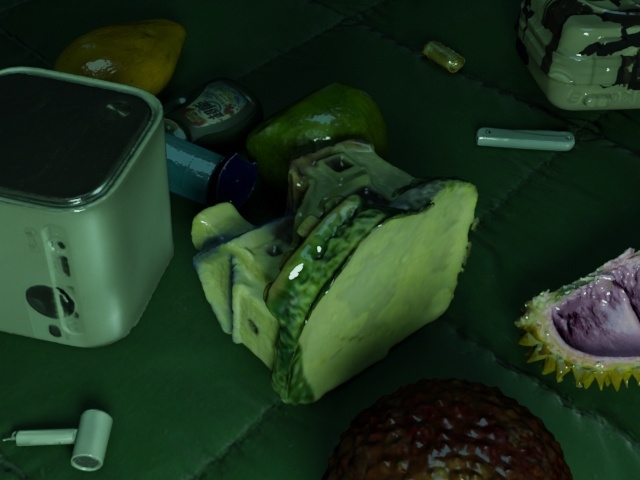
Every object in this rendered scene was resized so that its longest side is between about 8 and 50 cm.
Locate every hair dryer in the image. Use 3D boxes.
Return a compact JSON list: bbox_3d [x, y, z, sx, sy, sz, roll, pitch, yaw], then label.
[{"bbox_3d":[-0.303,0.227,0.997,0.124,0.038,0.063,-2,44,3],"label":"hair dryer"}]

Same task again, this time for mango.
[{"bbox_3d":[-0.332,-0.299,1.476,0.176,0.119,0.317,13,40,21],"label":"mango"}]

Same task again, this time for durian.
[{"bbox_3d":[0.416,0.110,1.108,0.341,0.112,0.191,-23,59,-14],"label":"durian"}]

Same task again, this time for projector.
[{"bbox_3d":[-0.336,-0.043,1.118,0.249,0.249,0.248,12,45,7],"label":"projector"}]

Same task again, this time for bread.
[{"bbox_3d":[0.224,-0.334,1.600,0.088,0.033,0.049,39,40,26],"label":"bread"}]

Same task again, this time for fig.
[{"bbox_3d":[0.024,-0.105,1.286,0.203,0.203,0.235,-38,97,-34],"label":"fig"}]

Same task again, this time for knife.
[{"bbox_3d":[0.336,-0.169,1.442,0.162,0.023,0.044,4,46,0],"label":"knife"}]

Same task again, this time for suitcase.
[{"bbox_3d":[0.524,-0.357,1.531,0.352,0.194,0.339,-3,38,-7],"label":"suitcase"}]

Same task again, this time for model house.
[{"bbox_3d":[0.000,0.000,1.088,0.321,0.261,0.266,-27,49,-35],"label":"model house"}]

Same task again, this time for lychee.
[{"bbox_3d":[0.124,0.258,0.844,0.261,0.260,0.260,2,44,-1],"label":"lychee"}]

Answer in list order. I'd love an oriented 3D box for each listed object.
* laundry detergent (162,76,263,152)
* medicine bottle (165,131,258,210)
[{"bbox_3d":[-0.209,-0.178,1.389,0.222,0.078,0.144,-32,52,-28],"label":"laundry detergent"},{"bbox_3d":[-0.214,-0.110,1.257,0.258,0.124,0.079,22,81,1],"label":"medicine bottle"}]
